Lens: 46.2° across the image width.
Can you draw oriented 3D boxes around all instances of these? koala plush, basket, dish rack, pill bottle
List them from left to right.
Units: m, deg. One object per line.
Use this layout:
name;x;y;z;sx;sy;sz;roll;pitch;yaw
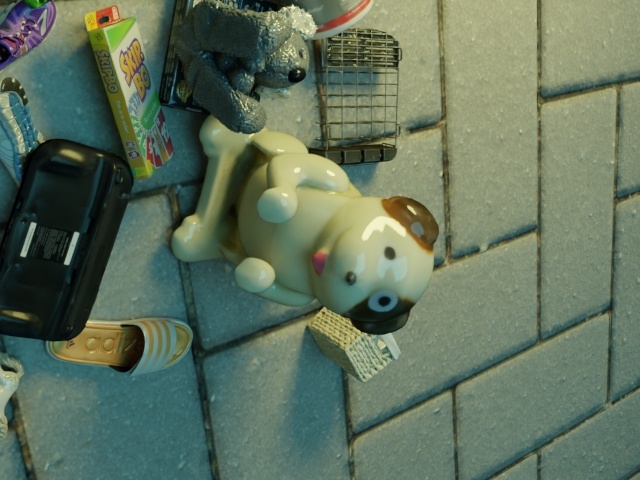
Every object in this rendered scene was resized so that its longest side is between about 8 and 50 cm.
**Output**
koala plush;-0.100;-0.303;1.229;0.221;0.203;0.196;-19;136;-48
pill bottle;-0.028;-0.502;1.272;0.161;0.161;0.283;-46;133;-19
basket;0.064;0.200;1.542;0.103;0.167;0.113;-39;122;-18
dish rack;0.069;-0.279;1.485;0.208;0.074;0.271;-8;105;-37

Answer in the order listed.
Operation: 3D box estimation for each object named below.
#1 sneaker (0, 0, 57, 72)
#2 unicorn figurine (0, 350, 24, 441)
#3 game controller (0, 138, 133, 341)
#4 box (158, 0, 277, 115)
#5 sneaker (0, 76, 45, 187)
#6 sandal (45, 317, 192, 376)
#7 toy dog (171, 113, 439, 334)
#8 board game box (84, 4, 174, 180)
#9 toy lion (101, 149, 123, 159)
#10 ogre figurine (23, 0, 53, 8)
sneaker;-0.444;-0.291;1.093;0.170;0.071;0.068;-53;126;-15
unicorn figurine;-0.521;0.254;1.179;0.111;0.060;0.162;42;76;-36
game controller;-0.406;0.005;1.168;0.166;0.067;0.319;17;95;-33
box;-0.175;-0.324;1.299;0.175;0.051;0.220;6;98;-38
sneaker;-0.470;-0.159;1.118;0.071;0.083;0.190;-68;161;-49
sandal;-0.333;0.189;1.294;0.265;0.076;0.102;5;99;-38
toy dog;0.000;0.000;1.272;0.395;0.408;0.284;15;102;-49
board game box;-0.299;-0.238;1.194;0.124;0.039;0.259;-69;147;-64
toy lion;-0.362;-0.097;1.233;0.096;0.034;0.100;-10;108;-43
ogre figurine;-0.387;-0.439;1.079;0.118;0.097;0.197;-12;81;-31
